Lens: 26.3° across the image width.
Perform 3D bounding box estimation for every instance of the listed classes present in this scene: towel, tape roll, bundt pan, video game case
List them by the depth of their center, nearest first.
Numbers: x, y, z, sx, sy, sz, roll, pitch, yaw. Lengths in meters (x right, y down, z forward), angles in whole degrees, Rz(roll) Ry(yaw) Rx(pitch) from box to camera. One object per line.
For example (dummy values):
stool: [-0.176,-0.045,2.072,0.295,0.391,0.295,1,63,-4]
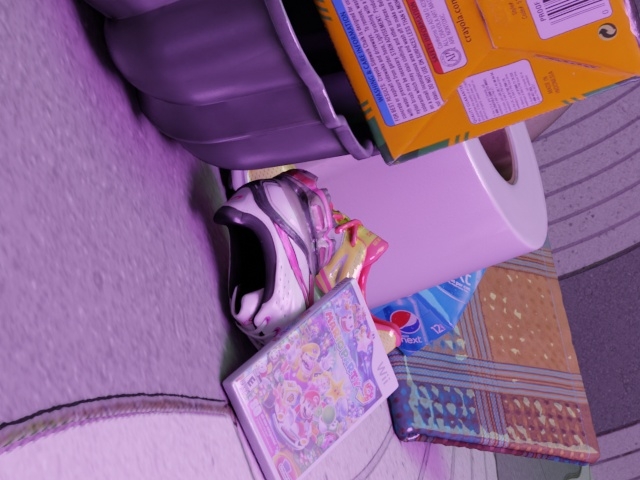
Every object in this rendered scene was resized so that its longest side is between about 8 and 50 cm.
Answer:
video game case: [-0.003,0.091,0.873,0.122,0.011,0.087,-39,117,-36]
bundt pan: [-0.071,-0.190,0.874,0.331,0.124,0.331,-17,90,-77]
tape roll: [0.062,-0.080,1.128,0.246,0.169,0.246,50,29,-40]
towel: [0.150,0.048,1.425,0.271,0.040,0.370,13,54,-33]

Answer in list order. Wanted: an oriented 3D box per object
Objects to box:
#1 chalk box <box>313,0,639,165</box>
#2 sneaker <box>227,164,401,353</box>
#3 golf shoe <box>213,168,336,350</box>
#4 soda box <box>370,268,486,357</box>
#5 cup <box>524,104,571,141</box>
chalk box: [0.087,-0.223,0.917,0.289,0.179,0.180,-93,161,-52]
sneaker: [0.000,0.000,0.990,0.081,0.094,0.209,-23,94,-76]
golf shoe: [-0.028,0.050,0.905,0.086,0.067,0.186,-22,105,-41]
soda box: [0.120,0.015,1.337,0.067,0.071,0.210,44,42,-9]
cup: [0.188,-0.227,1.745,0.331,0.236,0.331,-12,90,-81]
